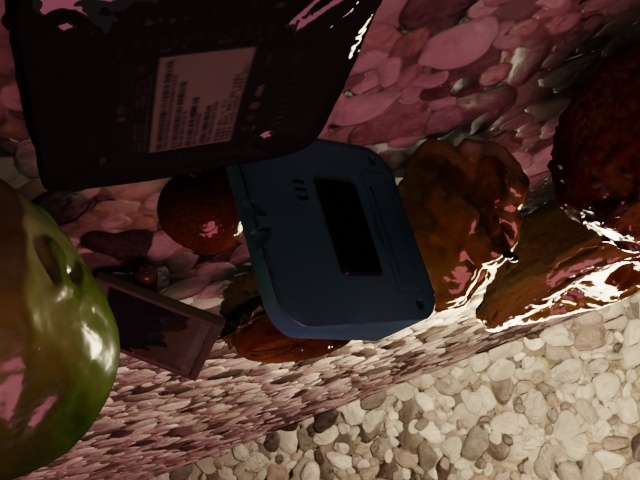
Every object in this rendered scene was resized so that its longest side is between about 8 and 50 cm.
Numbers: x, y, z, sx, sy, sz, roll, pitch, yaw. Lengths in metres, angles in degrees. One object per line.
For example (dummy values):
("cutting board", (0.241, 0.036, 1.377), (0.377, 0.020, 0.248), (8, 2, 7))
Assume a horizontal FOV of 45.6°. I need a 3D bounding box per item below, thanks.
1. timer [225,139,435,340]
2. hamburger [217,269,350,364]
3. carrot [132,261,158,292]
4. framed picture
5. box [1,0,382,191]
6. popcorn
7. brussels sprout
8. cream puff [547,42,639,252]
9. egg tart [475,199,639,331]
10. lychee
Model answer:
("timer", (0.000, 0.000, 0.866), (0.249, 0.232, 0.091), (6, 151, -46))
("hamburger", (-0.045, 0.108, 1.209), (0.261, 0.139, 0.243), (-15, 158, 13))
("carrot", (-0.252, 0.069, 1.097), (0.035, 0.036, 0.165), (-13, 161, -16))
("framed picture", (-0.253, 0.134, 1.137), (0.192, 0.018, 0.265), (22, 150, -6))
("box", (-0.105, -0.141, 0.637), (0.288, 0.073, 0.290), (-11, 158, -21))
("popcorn", (0.180, -0.023, 1.030), (0.190, 0.191, 0.253), (-16, 156, -50))
("brussels sprout", (-0.359, 0.090, 0.746), (0.314, 0.276, 0.371), (14, 137, -33))
("cream puff", (0.431, -0.126, 0.914), (0.350, 0.229, 0.350), (-10, 157, -4))
("egg tart", (0.475, 0.017, 1.392), (0.442, 0.178, 0.443), (-18, 158, -8))
("lychee", (-0.131, -0.041, 0.827), (0.114, 0.101, 0.140), (-23, 154, -10))
